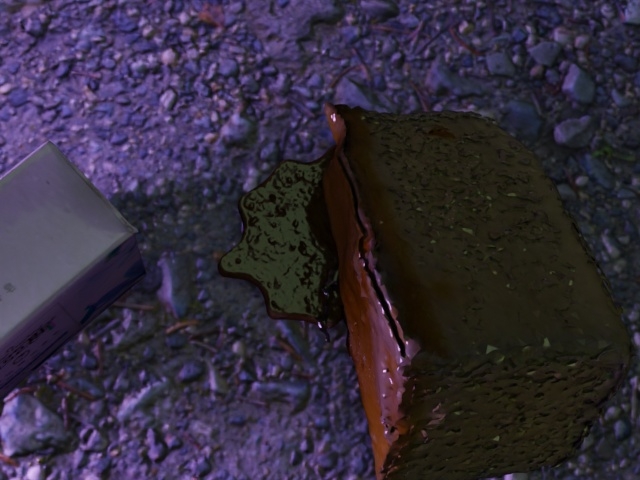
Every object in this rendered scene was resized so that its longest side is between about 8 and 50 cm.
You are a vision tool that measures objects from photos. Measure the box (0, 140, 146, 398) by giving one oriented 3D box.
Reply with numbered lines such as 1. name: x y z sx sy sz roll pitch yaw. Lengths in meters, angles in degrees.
1. box: -0.295 0.062 0.874 0.274 0.203 0.116 -42 85 -14

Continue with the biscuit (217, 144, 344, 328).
1. biscuit: 0.000 0.000 1.000 0.215 0.034 0.182 -14 83 -11

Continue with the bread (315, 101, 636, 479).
1. bread: 0.119 0.060 0.961 0.248 0.279 0.315 -5 41 -11
